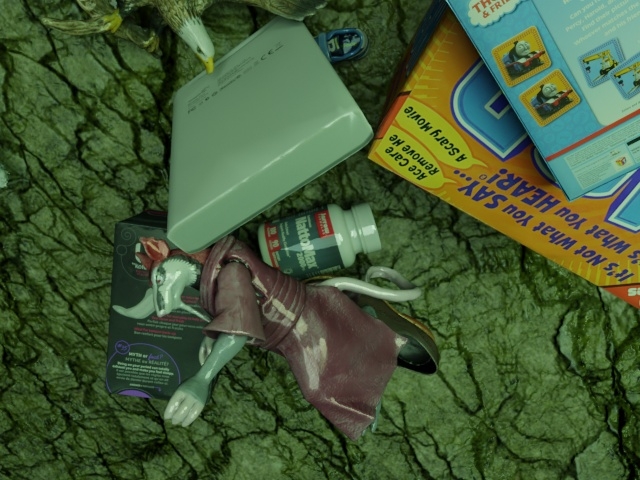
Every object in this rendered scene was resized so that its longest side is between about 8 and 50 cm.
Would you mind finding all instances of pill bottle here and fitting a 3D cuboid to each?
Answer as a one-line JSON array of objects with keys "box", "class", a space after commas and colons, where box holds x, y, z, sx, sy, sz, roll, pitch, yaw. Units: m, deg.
[{"box": [0.000, 0.000, 0.742, 0.180, 0.108, 0.108, -17, 102, 4], "class": "pill bottle"}]

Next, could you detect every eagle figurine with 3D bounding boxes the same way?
[{"box": [-0.166, -0.339, 0.613, 0.298, 0.226, 0.225, -19, 130, 28], "class": "eagle figurine"}]

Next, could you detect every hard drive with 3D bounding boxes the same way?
[{"box": [-0.090, -0.164, 0.591, 0.233, 0.353, 0.047, -31, 131, 11], "class": "hard drive"}]

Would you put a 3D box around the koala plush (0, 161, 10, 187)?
[{"box": [-0.613, -0.143, 0.705, 0.221, 0.203, 0.196, -20, 89, -16], "class": "koala plush"}]

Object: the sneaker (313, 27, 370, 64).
[{"box": [0.005, -0.289, 0.703, 0.144, 0.059, 0.053, -16, 103, 6], "class": "sneaker"}]

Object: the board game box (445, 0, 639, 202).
[{"box": [0.207, -0.151, 0.334, 0.160, 0.039, 0.211, -31, 112, 29], "class": "board game box"}]

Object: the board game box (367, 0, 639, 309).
[{"box": [0.309, -0.216, 0.509, 0.356, 0.357, 0.356, 28, 125, -5], "class": "board game box"}]

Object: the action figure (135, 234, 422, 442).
[{"box": [-0.049, 0.085, 0.575, 0.370, 0.248, 0.276, 37, 86, -22], "class": "action figure"}]

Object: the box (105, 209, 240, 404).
[{"box": [-0.232, 0.100, 0.748, 0.165, 0.143, 0.271, 8, 102, -3], "class": "box"}]

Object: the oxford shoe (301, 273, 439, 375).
[{"box": [0.082, 0.139, 0.774, 0.271, 0.098, 0.097, 26, 101, -5], "class": "oxford shoe"}]
